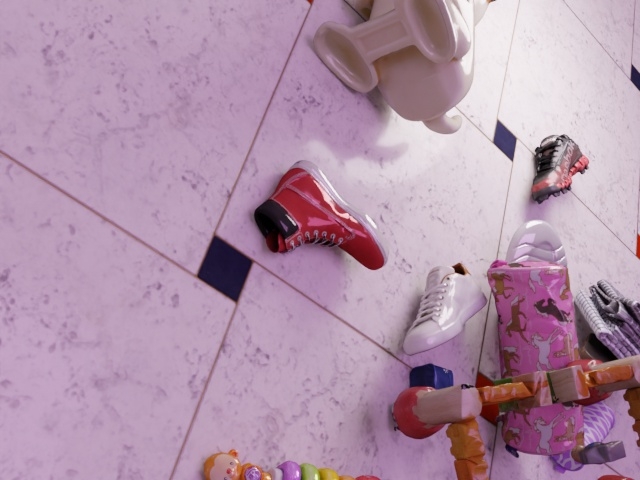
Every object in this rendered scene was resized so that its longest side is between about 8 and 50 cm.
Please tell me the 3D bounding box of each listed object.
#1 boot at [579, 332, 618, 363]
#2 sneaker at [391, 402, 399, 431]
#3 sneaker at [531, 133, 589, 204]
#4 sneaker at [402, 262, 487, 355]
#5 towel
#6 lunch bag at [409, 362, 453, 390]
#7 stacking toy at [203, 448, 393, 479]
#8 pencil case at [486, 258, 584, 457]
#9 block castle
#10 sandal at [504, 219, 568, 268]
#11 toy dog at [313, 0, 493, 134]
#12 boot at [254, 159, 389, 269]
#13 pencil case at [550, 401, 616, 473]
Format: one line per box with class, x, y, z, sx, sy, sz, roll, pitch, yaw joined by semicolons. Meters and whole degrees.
boot;0.647;0.300;1.751;0.112;0.115;0.305;42;21;27
sneaker;0.173;0.315;1.300;0.038;0.098;0.069;39;40;-44
sneaker;0.585;-0.189;1.857;0.276;0.098;0.135;-38;101;-45
sneaker;0.220;0.125;1.421;0.290;0.106;0.123;-30;93;-55
towel;0.758;0.228;1.759;0.284;0.121;0.235;44;16;-8
lunch bag;0.212;0.283;1.371;0.065;0.067;0.098;21;61;-35
stacking toy;-0.034;0.385;1.081;0.302;0.166;0.175;30;65;-13
pencil case;0.425;0.227;1.464;0.160;0.167;0.386;-1;87;-84
block castle;0.360;0.365;1.226;0.453;0.213;0.303;-3;73;-27
sandal;0.455;0.164;1.621;0.169;0.102;0.416;-2;88;-27
toy dog;0.241;-0.465;1.528;0.395;0.284;0.408;44;49;-22
boot;0.000;0.000;1.276;0.244;0.088;0.176;44;51;-11
pencil case;0.586;0.437;1.642;0.206;0.086;0.088;-25;126;-42
